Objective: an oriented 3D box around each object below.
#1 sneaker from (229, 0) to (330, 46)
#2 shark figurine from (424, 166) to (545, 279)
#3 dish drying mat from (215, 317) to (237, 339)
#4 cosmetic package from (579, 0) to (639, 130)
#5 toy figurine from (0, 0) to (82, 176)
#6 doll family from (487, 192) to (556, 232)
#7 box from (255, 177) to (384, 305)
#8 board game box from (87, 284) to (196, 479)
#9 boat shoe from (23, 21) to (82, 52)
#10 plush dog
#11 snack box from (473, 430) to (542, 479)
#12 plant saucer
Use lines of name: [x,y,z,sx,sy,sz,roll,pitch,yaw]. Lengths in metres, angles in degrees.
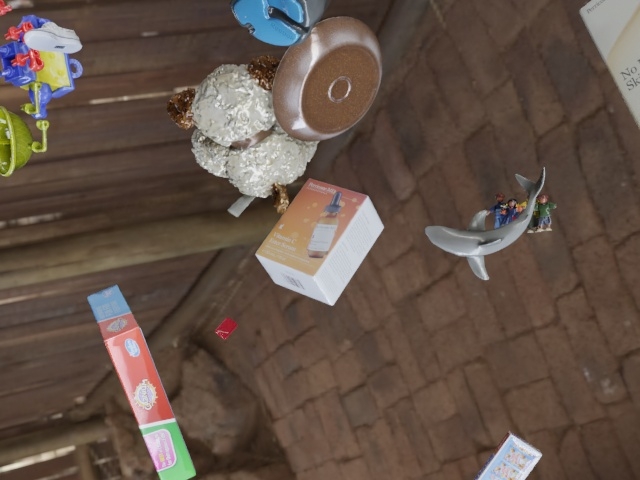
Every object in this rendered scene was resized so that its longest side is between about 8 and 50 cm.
sneaker: [-0.058,-0.367,0.847,0.125,0.140,0.341,10,134,26]
shark figurine: [0.383,-0.025,1.861,0.166,0.278,0.116,59,180,2]
dish drying mat: [-0.214,0.199,2.001,0.032,0.083,0.008,36,112,2]
cosmetic package: [0.510,-0.239,1.231,0.160,0.113,0.310,-38,60,36]
toy figurine: [-0.517,-0.311,1.653,0.191,0.217,0.363,-15,86,33]
doll family: [0.513,-0.074,2.255,0.193,0.076,0.111,-5,87,23]
box: [0.000,0.000,1.456,0.130,0.170,0.091,18,155,35]
board game box: [-0.335,0.266,1.634,0.242,0.064,0.317,34,144,64]
boat shoe: [-0.382,-0.291,1.242,0.035,0.100,0.035,-28,80,30]
plush dog: [-0.117,-0.180,1.394,0.225,0.262,0.211,56,-160,-43]
snack box: [0.290,0.406,1.456,0.178,0.064,0.022,-56,1,7]
plant saucer: [0.021,-0.229,1.294,0.036,0.198,0.199,41,138,41]
